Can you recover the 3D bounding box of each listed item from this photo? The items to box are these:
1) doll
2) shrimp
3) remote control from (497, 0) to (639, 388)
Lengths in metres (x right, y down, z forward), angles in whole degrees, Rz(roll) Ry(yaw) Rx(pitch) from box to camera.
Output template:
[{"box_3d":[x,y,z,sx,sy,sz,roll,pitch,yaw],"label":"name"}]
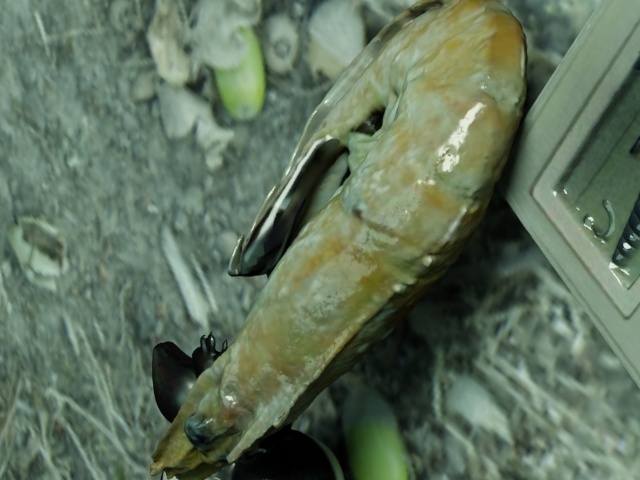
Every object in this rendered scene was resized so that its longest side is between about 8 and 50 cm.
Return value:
[{"box_3d":[-0.032,0.146,0.635,0.091,0.067,0.219,5,100,49],"label":"doll"},{"box_3d":[0.000,0.000,0.561,0.223,0.047,0.126,-52,30,18],"label":"shrimp"},{"box_3d":[0.168,0.054,0.430,0.313,0.055,0.109,58,139,29],"label":"remote control"}]
